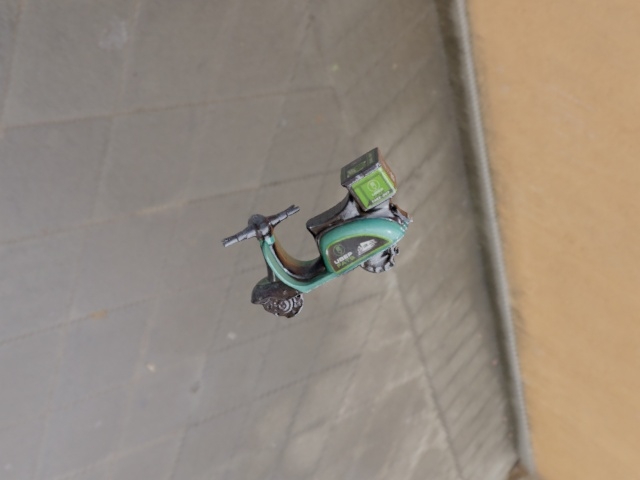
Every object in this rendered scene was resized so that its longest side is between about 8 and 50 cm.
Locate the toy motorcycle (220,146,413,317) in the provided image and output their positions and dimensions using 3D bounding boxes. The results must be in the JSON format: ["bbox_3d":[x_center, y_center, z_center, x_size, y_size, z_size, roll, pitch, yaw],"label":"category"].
[{"bbox_3d":[0.000,0.000,0.961,0.173,0.100,0.058,-30,-161,15],"label":"toy motorcycle"}]
